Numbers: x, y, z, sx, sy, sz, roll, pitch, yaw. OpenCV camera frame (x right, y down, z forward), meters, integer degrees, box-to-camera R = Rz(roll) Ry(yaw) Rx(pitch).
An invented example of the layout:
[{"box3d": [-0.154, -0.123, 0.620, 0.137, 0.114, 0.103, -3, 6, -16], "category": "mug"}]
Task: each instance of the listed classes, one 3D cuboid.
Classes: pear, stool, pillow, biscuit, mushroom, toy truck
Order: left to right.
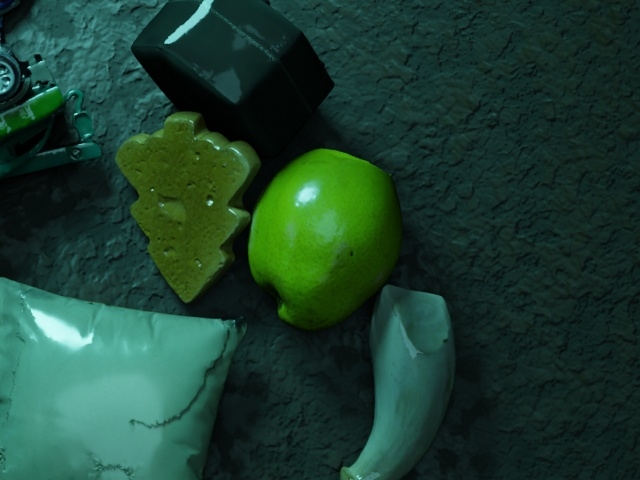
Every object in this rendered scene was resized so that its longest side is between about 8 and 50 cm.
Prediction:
[{"box3d": [-0.460, -0.118, 1.780, 0.363, 0.176, 0.178, -23, 107, -8], "category": "toy truck"}, {"box3d": [-0.269, 0.216, 1.761, 0.310, 0.119, 0.312, 10, 80, 3], "category": "pillow"}, {"box3d": [-0.160, -0.040, 1.807, 0.212, 0.041, 0.238, 6, 105, 31], "category": "biscuit"}, {"box3d": [-0.108, -0.213, 1.791, 0.232, 0.232, 0.141, 37, 79, 4], "category": "stool"}, {"box3d": [0.000, 0.000, 1.775, 0.187, 0.187, 0.219, 24, 85, 2], "category": "pear"}, {"box3d": [0.100, 0.195, 1.789, 0.118, 0.103, 0.270, 10, 86, -1], "category": "mushroom"}]

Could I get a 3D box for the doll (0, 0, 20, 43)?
[{"box3d": [-0.421, -0.320, 1.873, 0.096, 0.070, 0.195, 26, 88, -21], "category": "doll"}]
